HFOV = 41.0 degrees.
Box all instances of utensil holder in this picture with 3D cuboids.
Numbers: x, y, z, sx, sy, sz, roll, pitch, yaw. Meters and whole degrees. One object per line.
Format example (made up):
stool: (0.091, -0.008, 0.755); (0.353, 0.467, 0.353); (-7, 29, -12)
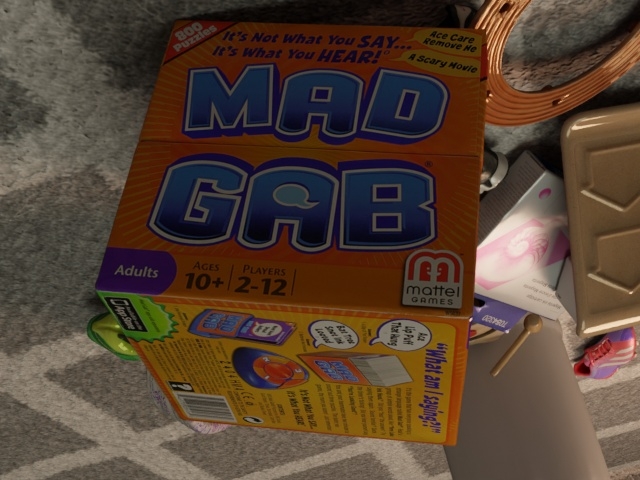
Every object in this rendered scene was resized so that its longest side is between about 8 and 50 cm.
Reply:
utensil holder: (0.405, 0.385, 1.808); (0.327, 0.386, 0.328); (-8, 147, -5)

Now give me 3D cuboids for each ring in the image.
ring: (0.307, -0.267, 1.029); (0.336, 0.032, 0.337); (-21, 149, -14)

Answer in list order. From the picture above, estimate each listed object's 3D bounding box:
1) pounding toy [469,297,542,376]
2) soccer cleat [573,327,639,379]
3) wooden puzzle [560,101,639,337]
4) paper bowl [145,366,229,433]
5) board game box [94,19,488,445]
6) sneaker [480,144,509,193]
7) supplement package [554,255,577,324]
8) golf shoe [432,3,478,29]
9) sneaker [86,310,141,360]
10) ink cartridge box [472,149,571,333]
pounding toy: (0.307, 0.172, 1.656); (0.269, 0.155, 0.154); (-11, 153, -1)
soccer cleat: (0.665, 0.261, 1.995); (0.095, 0.083, 0.248); (-5, 150, -3)
wooden puzzle: (0.511, -0.046, 1.306); (0.321, 0.080, 0.348); (-11, 105, -13)
paper bowl: (-0.179, 0.158, 1.402); (0.148, 0.284, 0.284); (25, 159, 25)
board game box: (0.000, 0.000, 1.010); (0.356, 0.357, 0.357); (4, 149, 8)
sneaker: (0.160, -0.082, 1.290); (0.234, 0.078, 0.106); (-32, 138, 26)
supplement package: (0.500, 0.068, 1.425); (0.179, 0.105, 0.105); (-19, 143, -14)
golf shoe: (0.133, -0.219, 1.074); (0.085, 0.068, 0.186); (20, 126, -32)
sneaker: (-0.288, 0.168, 1.525); (0.123, 0.110, 0.295); (2, 164, 35)
ink cartridge box: (0.343, 0.036, 1.436); (0.324, 0.071, 0.330); (18, 119, -40)
